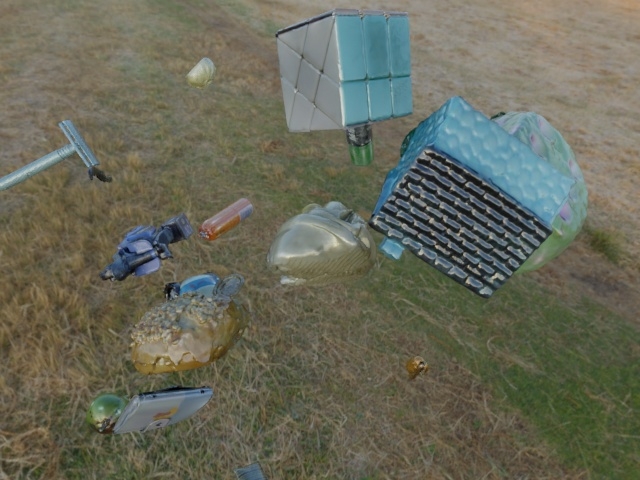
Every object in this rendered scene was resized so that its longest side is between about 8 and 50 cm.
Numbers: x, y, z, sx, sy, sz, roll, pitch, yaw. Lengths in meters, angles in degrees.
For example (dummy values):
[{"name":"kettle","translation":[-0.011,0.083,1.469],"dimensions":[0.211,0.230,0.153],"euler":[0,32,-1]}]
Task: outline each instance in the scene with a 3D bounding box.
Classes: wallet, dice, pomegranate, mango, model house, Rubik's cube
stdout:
[{"name":"wallet","translation":[-0.431,0.457,1.131],"dimensions":[0.230,0.170,0.069],"euler":[16,33,-49]},{"name":"dice","translation":[0.460,-0.116,1.072],"dimensions":[0.318,0.330,0.322],"euler":[51,52,-14]},{"name":"pomegranate","translation":[-0.798,0.657,1.570],"dimensions":[0.156,0.220,0.156],"euler":[7,68,-17]},{"name":"mango","translation":[-0.047,-0.063,1.731],"dimensions":[0.130,0.195,0.092],"euler":[31,19,-11]},{"name":"model house","translation":[0.221,-0.037,0.676],"dimensions":[0.261,0.226,0.241],"euler":[32,80,-6]},{"name":"Rubik's cube","translation":[0.057,-0.382,0.950],"dimensions":[0.224,0.231,0.221],"euler":[-20,23,-35]}]

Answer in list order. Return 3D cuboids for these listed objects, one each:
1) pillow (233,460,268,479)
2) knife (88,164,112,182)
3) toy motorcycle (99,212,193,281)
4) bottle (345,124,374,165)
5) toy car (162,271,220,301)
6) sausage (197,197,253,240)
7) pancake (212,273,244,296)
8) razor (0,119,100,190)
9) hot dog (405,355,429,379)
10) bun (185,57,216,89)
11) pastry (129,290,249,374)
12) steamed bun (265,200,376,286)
[{"name":"pillow","translation":[-0.219,0.877,1.441],"dimensions":[0.113,0.038,0.203],"euler":[6,30,-41]},{"name":"knife","translation":[-0.654,-0.194,1.219],"dimensions":[0.021,0.046,0.222],"euler":[-16,9,-12]},{"name":"toy motorcycle","translation":[-0.555,0.022,1.334],"dimensions":[0.212,0.125,0.359],"euler":[-19,21,8]},{"name":"bottle","translation":[0.121,-0.389,1.350],"dimensions":[0.093,0.330,0.093],"euler":[-7,53,9]},{"name":"toy car","translation":[-0.418,0.238,1.388],"dimensions":[0.190,0.255,0.188],"euler":[45,34,25]},{"name":"sausage","translation":[-0.405,-0.080,1.729],"dimensions":[0.092,0.093,0.312],"euler":[20,35,16]},{"name":"pancake","translation":[-0.290,0.144,1.293],"dimensions":[0.114,0.011,0.115],"euler":[-14,34,10]},{"name":"razor","translation":[-0.616,-0.158,0.897],"dimensions":[0.231,0.106,0.068],"euler":[-31,16,-6]},{"name":"hot dog","translation":[0.408,0.545,1.760],"dimensions":[0.089,0.140,0.060],"euler":[29,55,-3]},{"name":"bun","translation":[-0.303,-0.425,1.061],"dimensions":[0.055,0.086,0.086],"euler":[44,31,-21]},{"name":"pastry","translation":[-0.306,0.202,0.978],"dimensions":[0.254,0.162,0.311],"euler":[-15,-2,-4]},{"name":"steamed bun","translation":[0.001,0.004,1.259],"dimensions":[0.323,0.310,0.220],"euler":[-10,66,5]}]
